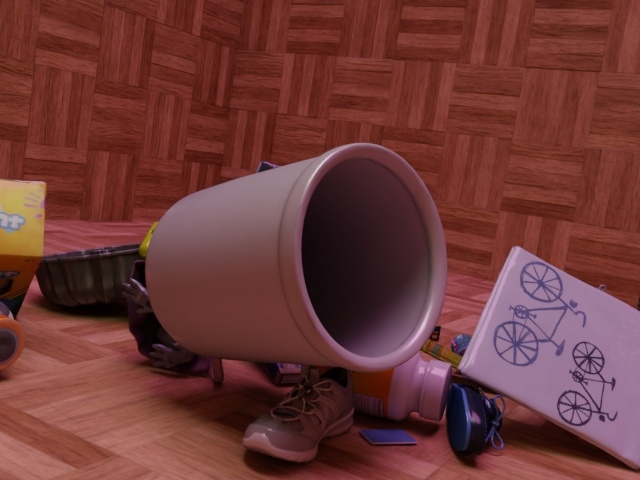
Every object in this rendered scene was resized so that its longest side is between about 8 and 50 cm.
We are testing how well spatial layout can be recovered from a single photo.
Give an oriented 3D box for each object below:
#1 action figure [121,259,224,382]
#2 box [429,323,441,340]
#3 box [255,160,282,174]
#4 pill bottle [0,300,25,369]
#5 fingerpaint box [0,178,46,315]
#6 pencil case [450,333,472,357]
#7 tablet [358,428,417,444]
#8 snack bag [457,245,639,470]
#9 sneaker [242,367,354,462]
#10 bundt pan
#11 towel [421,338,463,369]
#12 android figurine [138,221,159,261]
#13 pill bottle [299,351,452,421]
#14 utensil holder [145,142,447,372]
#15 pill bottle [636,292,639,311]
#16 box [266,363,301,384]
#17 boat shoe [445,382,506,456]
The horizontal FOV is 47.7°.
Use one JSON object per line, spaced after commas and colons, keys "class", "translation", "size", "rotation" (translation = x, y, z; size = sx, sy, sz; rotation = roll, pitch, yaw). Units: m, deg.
{"class": "action figure", "translation": [-0.241, 0.112, 1.481], "size": [0.276, 0.248, 0.370], "rotation": [11, 9, 16]}
{"class": "box", "translation": [0.193, 0.225, 1.988], "size": [0.233, 0.044, 0.159], "rotation": [7, 6, -12]}
{"class": "box", "translation": [0.000, 0.000, 1.869], "size": [0.395, 0.212, 0.293], "rotation": [16, -25, 3]}
{"class": "pill bottle", "translation": [-0.606, 0.144, 1.212], "size": [0.246, 0.130, 0.130], "rotation": [12, 7, 31]}
{"class": "fingerpaint box", "translation": [-0.775, 0.014, 1.354], "size": [0.445, 0.163, 0.371], "rotation": [5, -25, -29]}
{"class": "pencil case", "translation": [0.341, 0.267, 1.699], "size": [0.070, 0.064, 0.152], "rotation": [25, 7, 3]}
{"class": "tablet", "translation": [0.109, 0.317, 1.168], "size": [0.083, 0.006, 0.054], "rotation": [5, 7, -22]}
{"class": "snack bag", "translation": [0.452, 0.195, 1.302], "size": [0.342, 0.323, 0.037], "rotation": [28, -36, 7]}
{"class": "sneaker", "translation": [-0.029, 0.249, 1.093], "size": [0.105, 0.115, 0.281], "rotation": [11, 6, 21]}
{"class": "bundt pan", "translation": [-0.521, 0.082, 1.749], "size": [0.331, 0.124, 0.331], "rotation": [-7, 3, 0]}
{"class": "towel", "translation": [0.308, 0.263, 1.571], "size": [0.237, 0.021, 0.102], "rotation": [27, 11, 10]}
{"class": "android figurine", "translation": [-0.356, 0.083, 1.673], "size": [0.056, 0.248, 0.273], "rotation": [4, 46, 15]}
{"class": "pill bottle", "translation": [0.100, 0.238, 1.272], "size": [0.246, 0.136, 0.136], "rotation": [10, 6, 18]}
{"class": "utensil holder", "translation": [-0.049, 0.043, 1.156], "size": [0.328, 0.327, 0.385], "rotation": [3, -8, -44]}
{"class": "pill bottle", "translation": [0.838, 0.193, 1.677], "size": [0.204, 0.361, 0.204], "rotation": [8, 6, -1]}
{"class": "box", "translation": [-0.066, 0.203, 1.468], "size": [0.136, 0.036, 0.225], "rotation": [4, 30, -31]}
{"class": "boat shoe", "translation": [0.266, 0.287, 1.215], "size": [0.089, 0.109, 0.258], "rotation": [13, 8, 6]}
